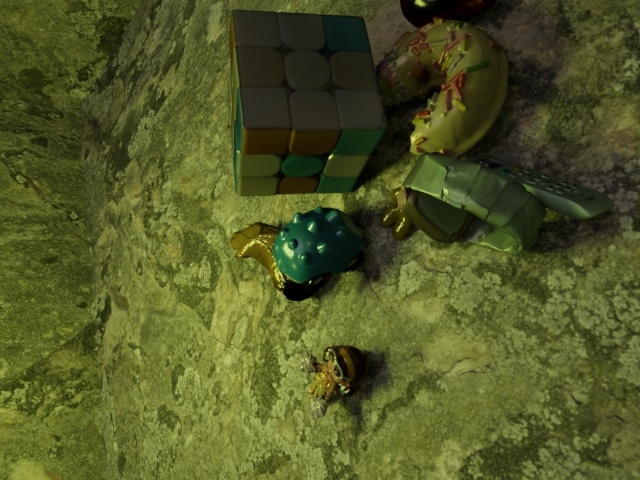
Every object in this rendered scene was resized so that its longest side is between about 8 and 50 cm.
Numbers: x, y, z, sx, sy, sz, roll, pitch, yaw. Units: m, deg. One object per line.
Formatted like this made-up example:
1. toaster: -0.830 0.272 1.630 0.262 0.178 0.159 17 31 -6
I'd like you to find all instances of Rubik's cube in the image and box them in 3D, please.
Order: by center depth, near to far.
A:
1. Rubik's cube: -0.061 -0.340 1.233 0.344 0.346 0.347 119 146 -65

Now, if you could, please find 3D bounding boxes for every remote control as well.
1. remote control: 0.429 -0.113 0.963 0.293 0.103 0.051 37 132 42

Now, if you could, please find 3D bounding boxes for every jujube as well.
1. jujube: 0.310 -0.604 1.146 0.236 0.168 0.168 16 93 39

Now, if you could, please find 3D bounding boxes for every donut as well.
1. donut: 0.277 -0.367 1.109 0.307 0.150 0.371 -44 47 24

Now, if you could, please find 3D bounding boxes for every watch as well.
1. watch: 0.313 -0.068 0.957 0.162 0.253 0.241 -59 26 -6

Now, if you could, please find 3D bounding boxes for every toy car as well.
1. toy car: 0.000 0.000 1.236 0.188 0.255 0.190 51 149 26

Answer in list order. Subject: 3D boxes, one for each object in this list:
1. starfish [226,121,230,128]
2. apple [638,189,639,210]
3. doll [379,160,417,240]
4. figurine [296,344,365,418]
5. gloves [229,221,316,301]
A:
1. starfish: -0.257 -0.524 1.749 0.299 0.060 0.303 7 85 47
2. apple: 0.607 -0.099 0.675 0.262 0.262 0.262 -12 73 42
3. doll: 0.221 -0.094 1.161 0.137 0.097 0.209 49 120 33
4. figurine: 0.025 0.362 1.235 0.240 0.115 0.175 -47 50 34
5. gloves: -0.134 0.044 1.426 0.155 0.203 0.356 -50 53 -4
